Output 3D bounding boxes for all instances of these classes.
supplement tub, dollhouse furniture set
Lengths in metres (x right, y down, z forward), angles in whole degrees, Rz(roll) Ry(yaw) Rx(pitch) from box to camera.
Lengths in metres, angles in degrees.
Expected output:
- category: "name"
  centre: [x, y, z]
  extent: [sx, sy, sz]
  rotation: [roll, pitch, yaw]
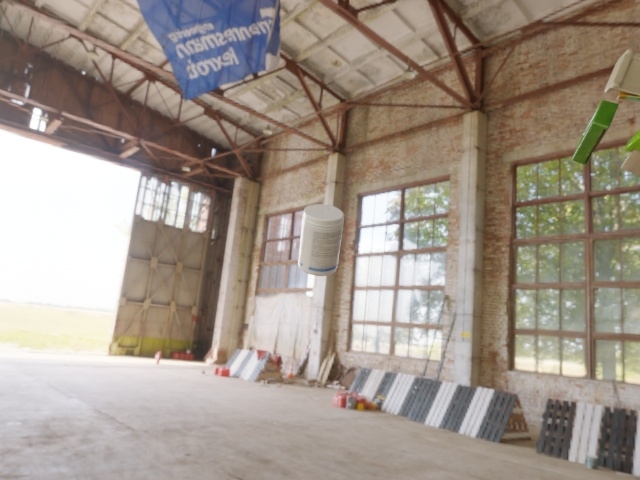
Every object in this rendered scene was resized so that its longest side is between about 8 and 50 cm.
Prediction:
- category: "supplement tub"
  centre: [0.000, 0.000, 0.817]
  extent: [0.070, 0.107, 0.071]
  rotation: [6, 27, -3]
- category: "dollhouse furniture set"
  centre: [0.832, -0.332, 1.260]
  extent: [0.197, 0.302, 0.151]
  rotation: [25, -21, 21]
